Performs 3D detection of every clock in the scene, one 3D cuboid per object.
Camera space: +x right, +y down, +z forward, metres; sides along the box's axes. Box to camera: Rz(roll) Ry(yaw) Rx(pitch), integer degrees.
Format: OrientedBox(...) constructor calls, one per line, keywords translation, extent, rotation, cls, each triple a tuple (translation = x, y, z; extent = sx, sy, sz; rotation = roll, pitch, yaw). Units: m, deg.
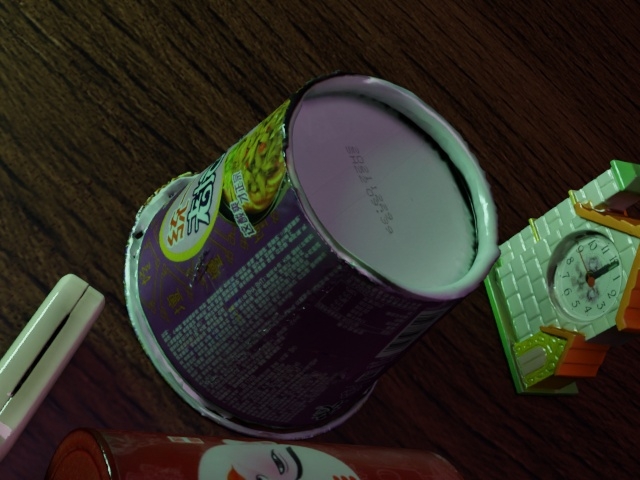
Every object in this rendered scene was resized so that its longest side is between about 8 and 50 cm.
OrientedBox(translation=(0.339, 0.048, 1.175), extent=(0.106, 0.255, 0.219), rotation=(7, 57, -33), cls="clock")

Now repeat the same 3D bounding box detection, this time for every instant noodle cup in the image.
OrientedBox(translation=(0.000, 0.000, 0.951), extent=(0.340, 0.266, 0.339), rotation=(19, 51, -25), cls="instant noodle cup")

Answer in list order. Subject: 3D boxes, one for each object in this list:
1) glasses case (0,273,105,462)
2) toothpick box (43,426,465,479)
OrientedBox(translation=(-0.255, 0.114, 0.812), extent=(0.050, 0.083, 0.196), rotation=(37, 48, -13), cls="glasses case")
OrientedBox(translation=(-0.050, 0.267, 0.779), extent=(0.333, 0.204, 0.204), rotation=(10, 56, -31), cls="toothpick box")
